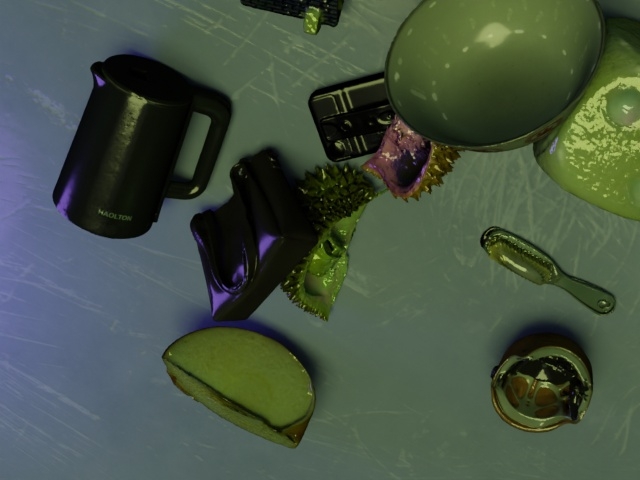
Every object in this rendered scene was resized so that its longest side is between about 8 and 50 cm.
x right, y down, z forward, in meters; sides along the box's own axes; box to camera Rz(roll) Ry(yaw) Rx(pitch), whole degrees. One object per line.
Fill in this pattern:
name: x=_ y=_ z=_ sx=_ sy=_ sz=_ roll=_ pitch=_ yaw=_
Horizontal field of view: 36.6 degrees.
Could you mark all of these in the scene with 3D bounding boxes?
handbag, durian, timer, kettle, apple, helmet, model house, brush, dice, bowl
handbag: x=-0.146 y=-0.010 z=1.875 sx=0.114 sy=0.257 sz=0.285 roll=9 pitch=136 yaw=-39
durian: x=-0.006 y=-0.004 z=1.928 sx=0.170 sy=0.157 sz=0.355 roll=3 pitch=127 yaw=-29
timer: x=0.081 y=-0.227 z=1.789 sx=0.188 sy=0.055 sz=0.144 roll=-12 pitch=114 yaw=20
kettle: x=-0.346 y=-0.168 z=1.852 sx=0.262 sy=0.203 sz=0.308 roll=28 pitch=118 yaw=1
apple: x=-0.173 y=0.312 z=2.085 sx=0.346 sy=0.179 sz=0.254 roll=30 pitch=109 yaw=-1
helmet: x=0.445 y=0.269 z=1.929 sx=0.198 sy=0.130 sz=0.224 roll=26 pitch=132 yaw=4
model house: x=-0.054 y=-0.460 z=1.630 sx=0.194 sy=0.170 sz=0.211 roll=13 pitch=121 yaw=5
brush: x=0.439 y=0.071 z=1.860 sx=0.297 sy=0.060 sz=0.068 roll=29 pitch=119 yaw=-2
dice: x=0.513 y=-0.198 z=1.579 sx=0.255 sy=0.252 sz=0.249 roll=26 pitch=122 yaw=0
durian: x=0.207 y=-0.188 z=1.704 sx=0.153 sy=0.187 sz=0.260 roll=52 pitch=156 yaw=21
bowl: x=0.281 y=-0.252 z=1.508 sx=0.337 sy=0.337 sz=0.157 roll=-11 pitch=150 yaw=20

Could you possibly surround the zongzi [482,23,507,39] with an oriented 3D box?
zongzi: x=0.303 y=-0.332 z=1.640 sx=0.194 sy=0.099 sz=0.197 roll=-38 pitch=98 yaw=29
